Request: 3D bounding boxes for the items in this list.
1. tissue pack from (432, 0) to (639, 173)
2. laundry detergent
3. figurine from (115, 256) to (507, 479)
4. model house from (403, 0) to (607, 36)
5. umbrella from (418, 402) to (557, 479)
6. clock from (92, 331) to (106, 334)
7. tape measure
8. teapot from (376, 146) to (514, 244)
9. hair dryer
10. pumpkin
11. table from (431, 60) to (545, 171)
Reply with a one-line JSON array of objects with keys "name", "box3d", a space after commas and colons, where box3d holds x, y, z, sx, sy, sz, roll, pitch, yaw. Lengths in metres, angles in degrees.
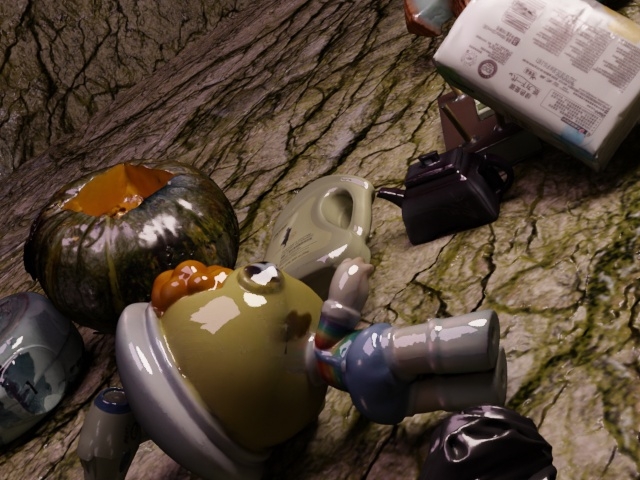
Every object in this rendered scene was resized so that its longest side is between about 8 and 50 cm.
[{"name": "tissue pack", "box3d": [0.279, -0.200, 1.043, 0.229, 0.145, 0.159, 36, 92, 23]}, {"name": "laundry detergent", "box3d": [0.000, 0.000, 1.119, 0.181, 0.091, 0.253, -41, 22, 30]}, {"name": "figurine", "box3d": [-0.026, 0.114, 0.824, 0.381, 0.225, 0.205, -17, 32, 31]}, {"name": "model house", "box3d": [0.305, -0.414, 1.451, 0.329, 0.251, 0.295, -45, 41, 30]}, {"name": "umbrella", "box3d": [0.071, 0.256, 0.588, 0.118, 0.118, 0.340, -7, 35, 44]}, {"name": "clock", "box3d": [-0.303, 0.107, 1.384, 0.101, 0.041, 0.135, -19, 28, 28]}, {"name": "tape measure", "box3d": [-0.490, 0.198, 1.318, 0.256, 0.147, 0.275, -28, 26, 10]}, {"name": "teapot", "box3d": [0.154, -0.070, 1.095, 0.177, 0.096, 0.087, -17, 29, 30]}, {"name": "hair dryer", "box3d": [-0.192, 0.241, 0.982, 0.067, 0.199, 0.167, 33, 105, 37]}, {"name": "pumpkin", "box3d": [-0.270, 0.002, 1.294, 0.320, 0.192, 0.320, -7, 31, 4]}, {"name": "table", "box3d": [0.219, -0.193, 1.226, 0.121, 0.111, 0.240, -24, 26, 16]}]
